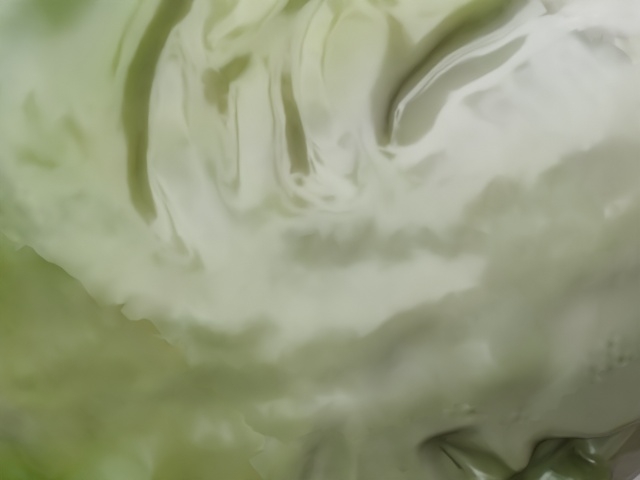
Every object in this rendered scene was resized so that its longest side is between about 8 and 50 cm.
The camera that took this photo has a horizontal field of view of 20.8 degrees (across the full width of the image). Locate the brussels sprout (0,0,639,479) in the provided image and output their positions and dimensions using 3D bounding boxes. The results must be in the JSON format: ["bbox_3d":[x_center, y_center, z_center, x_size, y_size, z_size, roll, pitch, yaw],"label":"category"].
[{"bbox_3d":[-0.011,-0.006,0.548,0.273,0.316,0.243,51,9,17],"label":"brussels sprout"}]
